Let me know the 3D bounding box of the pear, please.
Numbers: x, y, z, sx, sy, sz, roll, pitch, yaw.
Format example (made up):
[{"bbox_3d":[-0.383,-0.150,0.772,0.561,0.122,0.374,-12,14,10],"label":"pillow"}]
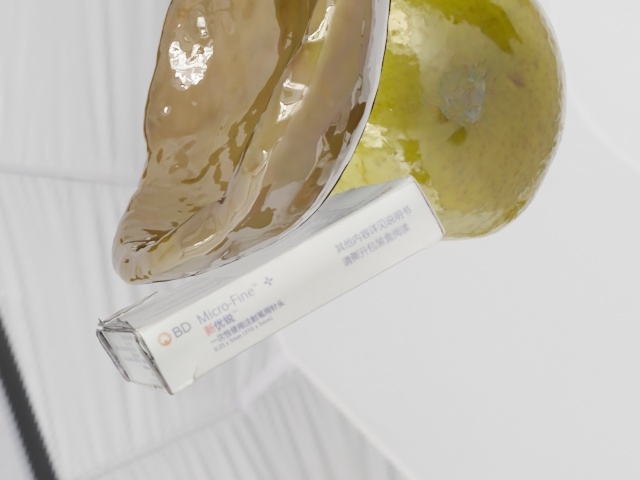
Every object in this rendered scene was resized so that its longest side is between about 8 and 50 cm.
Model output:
[{"bbox_3d":[0.109,-0.170,1.468,0.386,0.191,0.340,38,-98,-22],"label":"pear"}]

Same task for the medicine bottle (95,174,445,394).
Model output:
[{"bbox_3d":[-0.038,0.026,0.905,0.052,0.201,0.171,62,163,-6],"label":"medicine bottle"}]

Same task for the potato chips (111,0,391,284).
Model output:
[{"bbox_3d":[-0.020,-0.066,0.553,0.195,0.062,0.208,-69,19,-6],"label":"potato chips"}]
